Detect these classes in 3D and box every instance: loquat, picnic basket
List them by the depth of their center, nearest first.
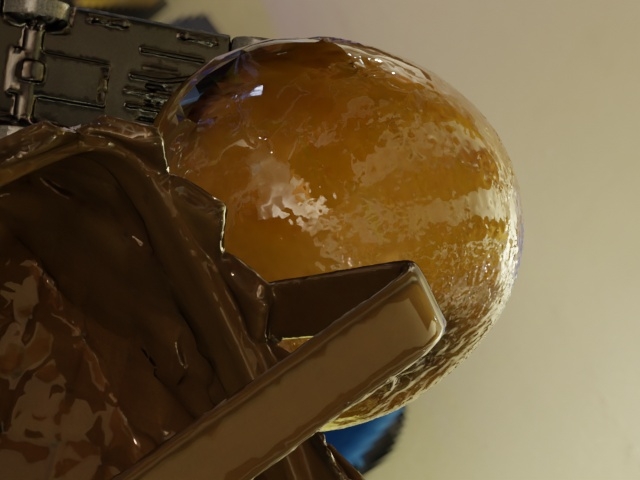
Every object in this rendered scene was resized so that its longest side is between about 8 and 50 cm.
[{"bbox_3d":[-0.111,0.099,0.813,0.254,0.321,0.291,-32,100,-31],"label":"picnic basket"},{"bbox_3d":[0.000,0.000,1.151,0.263,0.263,0.263,41,29,-28],"label":"loquat"}]

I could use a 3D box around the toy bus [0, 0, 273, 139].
[{"bbox_3d":[-0.160,-0.119,1.484,0.292,0.133,0.125,8,88,-24],"label":"toy bus"}]
